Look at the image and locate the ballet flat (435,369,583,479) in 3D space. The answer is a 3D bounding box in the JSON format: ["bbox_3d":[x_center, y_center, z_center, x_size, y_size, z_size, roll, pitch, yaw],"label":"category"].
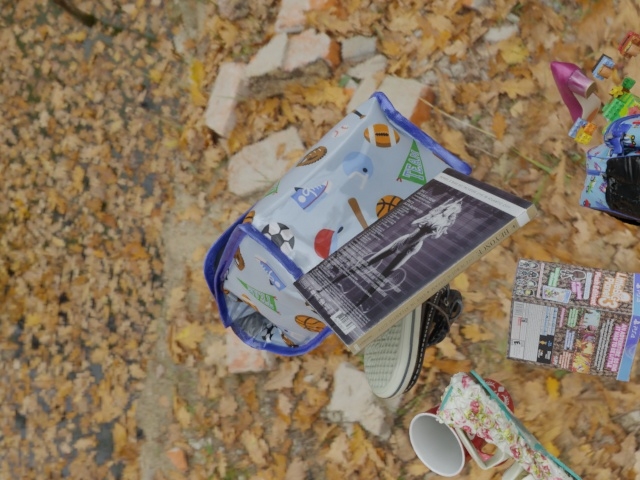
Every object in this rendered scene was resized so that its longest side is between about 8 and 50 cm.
[{"bbox_3d":[0.228,0.252,0.892,0.241,0.091,0.077,44,88,-8],"label":"ballet flat"}]

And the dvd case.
[{"bbox_3d":[0.088,0.011,0.761,0.221,0.018,0.164,-37,26,-6],"label":"dvd case"}]

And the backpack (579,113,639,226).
[{"bbox_3d":[0.357,-0.080,0.782,0.158,0.173,0.117,-15,102,-11],"label":"backpack"}]

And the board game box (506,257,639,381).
[{"bbox_3d":[0.604,0.187,1.785,0.291,0.232,0.141,9,44,18],"label":"board game box"}]

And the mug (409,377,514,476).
[{"bbox_3d":[0.260,0.325,1.278,0.150,0.169,0.113,45,134,23],"label":"mug"}]

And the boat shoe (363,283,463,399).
[{"bbox_3d":[0.202,0.140,1.502,0.156,0.500,0.187,29,120,-3],"label":"boat shoe"}]

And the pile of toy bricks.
[{"bbox_3d":[0.453,-0.199,1.111,0.118,0.105,0.212,24,122,-4],"label":"pile of toy bricks"}]

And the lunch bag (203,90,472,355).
[{"bbox_3d":[0.000,0.000,1.176,0.239,0.385,0.328,43,65,3],"label":"lunch bag"}]

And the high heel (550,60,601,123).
[{"bbox_3d":[0.633,-0.363,1.882,0.082,0.244,0.117,-49,63,4],"label":"high heel"}]
